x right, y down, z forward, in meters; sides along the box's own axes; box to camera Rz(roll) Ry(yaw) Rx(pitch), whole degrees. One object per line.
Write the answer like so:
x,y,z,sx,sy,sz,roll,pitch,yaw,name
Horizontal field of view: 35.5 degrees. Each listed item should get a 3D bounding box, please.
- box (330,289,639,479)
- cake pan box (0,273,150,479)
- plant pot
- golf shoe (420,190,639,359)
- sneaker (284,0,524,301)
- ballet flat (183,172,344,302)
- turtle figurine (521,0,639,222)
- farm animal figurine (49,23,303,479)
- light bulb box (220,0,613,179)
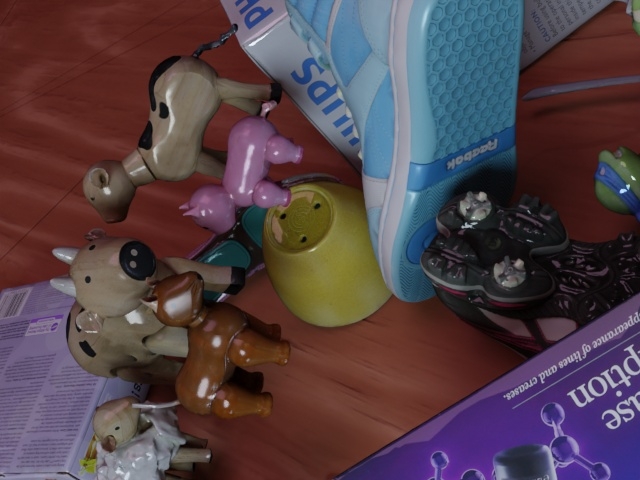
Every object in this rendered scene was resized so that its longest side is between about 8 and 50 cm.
0.168,0.150,0.583,0.261,0.103,0.184,-34,77,12,box
-0.293,0.152,1.066,0.267,0.070,0.245,-11,47,33,cake pan box
0.000,0.000,0.898,0.134,0.095,0.134,-9,65,20,plant pot
0.204,0.052,0.712,0.273,0.120,0.105,24,65,25,golf shoe
0.057,-0.117,0.824,0.127,0.319,0.208,-20,43,-27,sneaker
-0.071,-0.004,1.021,0.221,0.077,0.079,-37,19,8,ballet flat
0.287,-0.159,0.748,0.266,0.198,0.274,-31,43,8,turtle figurine
-0.148,0.024,0.859,0.326,0.172,0.330,122,152,-44,farm animal figurine
0.080,-0.317,1.041,0.361,0.225,0.358,-37,40,10,light bulb box
